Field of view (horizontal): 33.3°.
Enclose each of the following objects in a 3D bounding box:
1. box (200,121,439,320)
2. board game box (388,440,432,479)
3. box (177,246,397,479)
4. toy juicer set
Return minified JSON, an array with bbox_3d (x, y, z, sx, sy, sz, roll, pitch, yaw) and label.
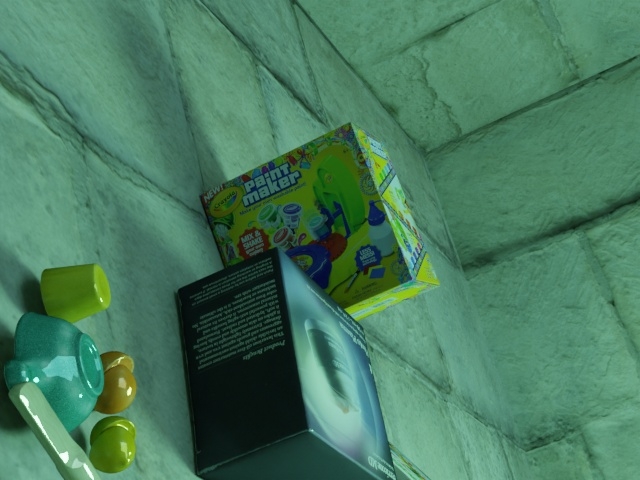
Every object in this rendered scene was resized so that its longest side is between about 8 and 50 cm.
[{"bbox_3d":[0.000,0.000,1.785,0.177,0.290,0.279,16,51,-69],"label":"box"},{"bbox_3d":[0.136,0.401,1.793,0.305,0.053,0.193,38,-1,38],"label":"board game box"},{"bbox_3d":[-0.042,0.219,1.540,0.296,0.183,0.294,45,28,-50],"label":"box"},{"bbox_3d":[-0.263,0.170,1.101,0.329,0.090,0.209,-94,169,-69],"label":"toy juicer set"}]
